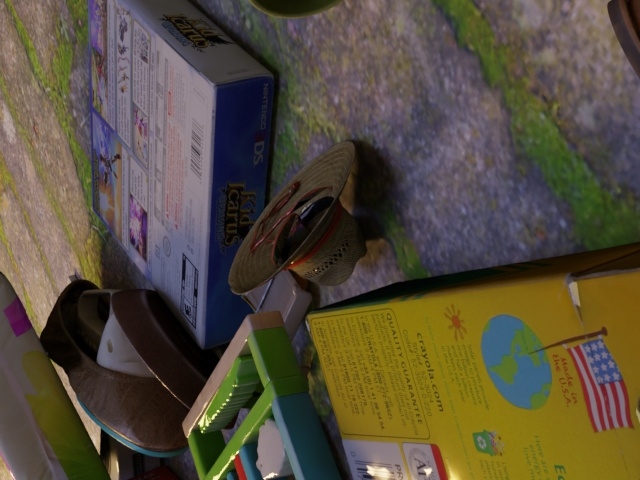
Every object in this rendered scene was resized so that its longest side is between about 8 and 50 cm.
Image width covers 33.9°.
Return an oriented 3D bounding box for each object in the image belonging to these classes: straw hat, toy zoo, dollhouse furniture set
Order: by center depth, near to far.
[{"bbox_3d":[0.000,0.000,0.747,0.061,0.144,0.144,39,156,-17],"label":"straw hat"},{"bbox_3d":[-0.026,0.225,0.778,0.192,0.030,0.293,-57,47,49],"label":"toy zoo"},{"bbox_3d":[-0.036,0.079,0.896,0.076,0.059,0.151,52,126,47],"label":"dollhouse furniture set"}]

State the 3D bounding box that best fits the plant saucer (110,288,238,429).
[{"bbox_3d":[-0.128,0.103,0.982,0.168,0.029,0.168,47,-177,-4],"label":"plant saucer"}]

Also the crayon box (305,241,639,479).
[{"bbox_3d":[0.122,0.114,0.580,0.318,0.081,0.202,-14,92,62],"label":"crayon box"}]

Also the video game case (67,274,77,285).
[{"bbox_3d":[-0.313,0.117,1.409,0.122,0.011,0.087,51,144,35],"label":"video game case"}]

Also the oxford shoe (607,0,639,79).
[{"bbox_3d":[0.193,-0.038,0.413,0.076,0.076,0.212,-46,57,24],"label":"oxford shoe"}]

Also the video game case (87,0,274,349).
[{"bbox_3d":[-0.134,-0.080,0.946,0.244,0.061,0.269,44,139,40],"label":"video game case"}]

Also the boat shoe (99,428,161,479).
[{"bbox_3d":[-0.243,0.277,1.304,0.076,0.080,0.228,44,139,51],"label":"boat shoe"}]

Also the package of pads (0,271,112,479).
[{"bbox_3d":[-0.363,0.174,1.240,0.296,0.101,0.229,67,161,-11],"label":"package of pads"}]

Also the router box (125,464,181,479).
[{"bbox_3d":[-0.131,0.474,1.200,0.301,0.082,0.335,27,127,53],"label":"router box"}]

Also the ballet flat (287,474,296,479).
[{"bbox_3d":[-0.002,0.260,0.869,0.248,0.086,0.086,61,149,21],"label":"ballet flat"}]

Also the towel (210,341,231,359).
[{"bbox_3d":[-0.089,0.098,0.977,0.060,0.009,0.083,39,-174,-48],"label":"towel"}]

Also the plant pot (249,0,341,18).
[{"bbox_3d":[-0.020,-0.202,0.680,0.083,0.083,0.079,116,142,-50],"label":"plant pot"}]

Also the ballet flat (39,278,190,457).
[{"bbox_3d":[-0.232,0.123,1.198,0.342,0.116,0.124,29,111,57],"label":"ballet flat"}]
